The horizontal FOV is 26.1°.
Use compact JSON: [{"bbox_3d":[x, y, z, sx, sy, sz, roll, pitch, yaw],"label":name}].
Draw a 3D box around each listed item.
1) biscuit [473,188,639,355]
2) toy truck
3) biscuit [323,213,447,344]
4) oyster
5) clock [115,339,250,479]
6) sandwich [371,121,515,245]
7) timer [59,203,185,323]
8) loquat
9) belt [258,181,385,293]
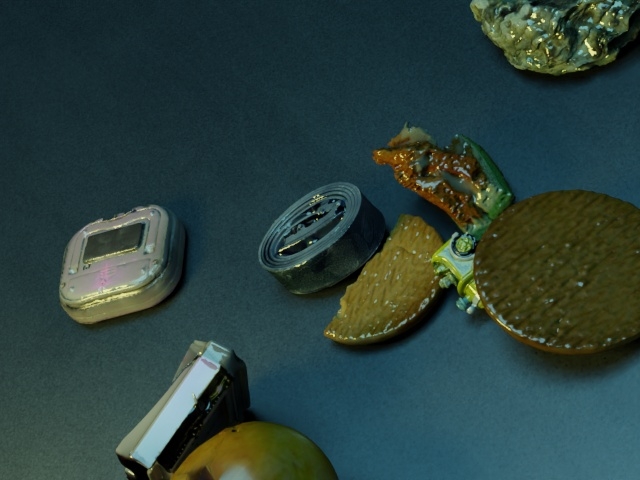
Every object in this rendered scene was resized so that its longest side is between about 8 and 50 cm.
[{"bbox_3d":[0.328,0.041,1.784,0.262,0.037,0.262,-3,52,4],"label":"biscuit"},{"bbox_3d":[0.200,0.049,1.862,0.077,0.076,0.111,-39,61,-4],"label":"toy truck"},{"bbox_3d":[0.109,0.063,1.938,0.144,0.033,0.224,14,61,36],"label":"biscuit"},{"bbox_3d":[0.358,-0.338,2.073,0.268,0.112,0.198,-18,47,20],"label":"oyster"},{"bbox_3d":[-0.176,0.242,1.806,0.083,0.253,0.186,30,70,11],"label":"clock"},{"bbox_3d":[0.181,-0.091,1.941,0.109,0.160,0.185,-50,36,11],"label":"sandwich"},{"bbox_3d":[-0.317,0.034,2.183,0.208,0.069,0.191,-18,45,18],"label":"timer"},{"bbox_3d":[-0.078,0.342,1.681,0.235,0.235,0.235,-16,48,18],"label":"loquat"},{"bbox_3d":[0.000,0.000,2.013,0.190,0.082,0.141,-32,37,18],"label":"belt"}]
